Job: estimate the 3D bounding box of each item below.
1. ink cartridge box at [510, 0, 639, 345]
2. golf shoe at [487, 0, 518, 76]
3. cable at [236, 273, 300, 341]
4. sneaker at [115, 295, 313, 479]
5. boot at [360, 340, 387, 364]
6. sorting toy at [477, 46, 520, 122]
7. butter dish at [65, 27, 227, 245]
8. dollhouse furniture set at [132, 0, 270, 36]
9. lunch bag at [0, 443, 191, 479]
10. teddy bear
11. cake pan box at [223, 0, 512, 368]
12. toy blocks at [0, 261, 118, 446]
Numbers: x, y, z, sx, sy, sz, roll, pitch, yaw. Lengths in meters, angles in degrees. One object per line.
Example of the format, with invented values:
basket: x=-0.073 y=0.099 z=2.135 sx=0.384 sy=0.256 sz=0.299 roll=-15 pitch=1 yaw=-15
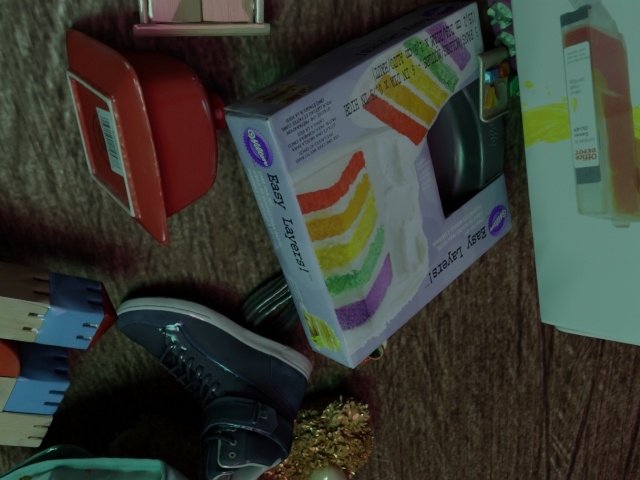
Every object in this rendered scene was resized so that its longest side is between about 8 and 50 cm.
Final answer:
ink cartridge box: x=0.307 y=-0.135 z=0.528 sx=0.279 sy=0.160 sz=0.384 roll=-15 pitch=102 yaw=-29
golf shoe: x=0.277 y=-0.180 z=0.663 sx=0.306 sy=0.115 sz=0.140 roll=44 pitch=78 yaw=-28
cable: x=0.000 y=0.000 z=0.736 sx=0.139 sy=0.072 sz=0.287 roll=1 pitch=134 yaw=-34
sneaker: x=-0.126 y=0.160 z=0.701 sx=0.226 sy=0.163 sz=0.086 roll=24 pitch=140 yaw=-10
boot: x=0.044 y=0.114 z=0.768 sx=0.059 sy=0.084 sz=0.158 roll=-29 pitch=144 yaw=-9
sorting toy: x=0.171 y=-0.149 z=0.635 sx=0.083 sy=0.012 sz=0.062 roll=-29 pitch=117 yaw=-45
butter dish: x=-0.137 y=-0.101 z=0.587 sx=0.118 sy=0.160 sz=0.160 roll=-22 pitch=127 yaw=-29
dollhouse furniture set: x=-0.050 y=-0.177 z=0.419 sx=0.303 sy=0.355 sz=0.174 roll=-5 pitch=122 yaw=-12
lunch bag: x=-0.214 y=0.323 z=0.696 sx=0.262 sy=0.160 sz=0.223 roll=-9 pitch=136 yaw=31
teddy bear: x=-0.095 y=0.279 z=0.832 sx=0.338 sy=0.113 sz=0.245 roll=8 pitch=121 yaw=-18
cake pan box: x=0.067 y=-0.058 z=0.617 sx=0.267 sy=0.070 sz=0.246 roll=-35 pitch=124 yaw=-30
toy blocks: x=-0.367 y=0.122 z=0.647 sx=0.261 sy=0.191 sz=0.381 roll=16 pitch=121 yaw=-33
